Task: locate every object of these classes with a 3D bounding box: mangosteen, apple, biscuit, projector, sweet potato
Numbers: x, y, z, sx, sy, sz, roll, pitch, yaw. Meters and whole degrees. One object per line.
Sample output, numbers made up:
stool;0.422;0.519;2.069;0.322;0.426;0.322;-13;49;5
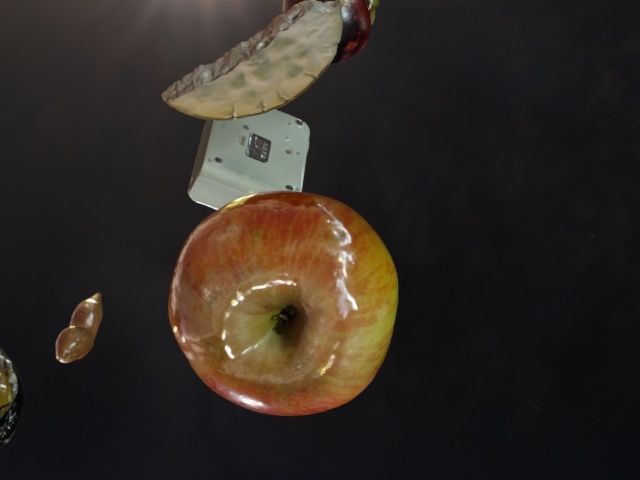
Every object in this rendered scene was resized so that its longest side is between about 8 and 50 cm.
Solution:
mangosteen;0.027;-0.418;1.977;0.200;0.200;0.200;-36;-148;26
apple;-0.042;0.075;1.411;0.301;0.301;0.302;-36;-148;26
biscuit;-0.076;-0.244;1.587;0.289;0.141;0.038;-32;-129;7
projector;-0.131;-0.156;2.098;0.250;0.198;0.108;-83;-161;-47
sweet potato;-0.394;0.148;1.810;0.218;0.051;0.065;-80;172;-67

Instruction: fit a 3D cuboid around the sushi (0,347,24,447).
sushi;-0.536;0.217;1.564;0.204;0.200;0.213;114;2;-48
